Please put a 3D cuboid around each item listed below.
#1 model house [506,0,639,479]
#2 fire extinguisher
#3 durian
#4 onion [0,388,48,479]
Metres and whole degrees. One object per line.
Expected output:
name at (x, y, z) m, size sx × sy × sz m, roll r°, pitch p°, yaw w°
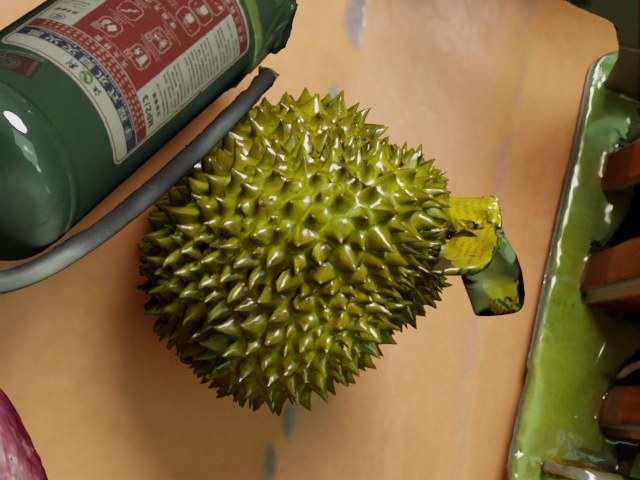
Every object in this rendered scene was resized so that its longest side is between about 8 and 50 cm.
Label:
model house at (0.210, 0.006, 0.759) m, size 0.340 × 0.323 × 0.300 m, roll 15°, pitch 80°, yaw -10°
fire extinguisher at (-0.115, -0.061, 0.646) m, size 0.118 × 0.093 × 0.294 m, roll 48°, pitch 44°, yaw -6°
durian at (-0.014, 0.003, 0.712) m, size 0.159 × 0.198 × 0.146 m, roll -32°, pitch 102°, yaw -19°
onion at (-0.268, 0.156, 0.494) m, size 0.358 × 0.345 × 0.358 m, roll -1°, pitch 103°, yaw -3°
